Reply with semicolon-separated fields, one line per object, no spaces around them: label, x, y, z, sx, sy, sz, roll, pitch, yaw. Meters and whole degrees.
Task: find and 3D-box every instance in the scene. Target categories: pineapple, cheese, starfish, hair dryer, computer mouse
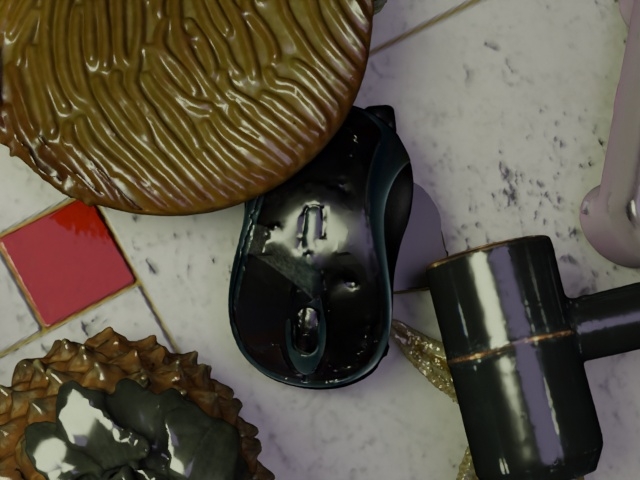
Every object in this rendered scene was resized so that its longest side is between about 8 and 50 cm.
pineapple;-0.123;0.165;0.706;0.223;0.357;0.222;1;86;-13
cheese;0.058;-0.035;0.940;0.086;0.036;0.162;-6;85;-9
starfish;0.149;0.167;0.935;0.138;0.050;0.247;-16;85;-14
hair dryer;0.274;0.073;0.874;0.352;0.107;0.189;-12;82;-3
computer mouse;0.000;0.000;0.873;0.137;0.096;0.233;1;83;13

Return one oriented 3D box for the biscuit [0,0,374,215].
biscuit;-0.116;-0.171;0.849;0.318;0.040;0.317;1;75;-4

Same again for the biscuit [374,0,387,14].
biscuit;-0.080;-0.207;0.916;0.250;0.046;0.147;-27;87;-13

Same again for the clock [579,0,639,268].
clock;0.410;-0.092;1.000;0.322;0.113;0.295;15;80;-14
